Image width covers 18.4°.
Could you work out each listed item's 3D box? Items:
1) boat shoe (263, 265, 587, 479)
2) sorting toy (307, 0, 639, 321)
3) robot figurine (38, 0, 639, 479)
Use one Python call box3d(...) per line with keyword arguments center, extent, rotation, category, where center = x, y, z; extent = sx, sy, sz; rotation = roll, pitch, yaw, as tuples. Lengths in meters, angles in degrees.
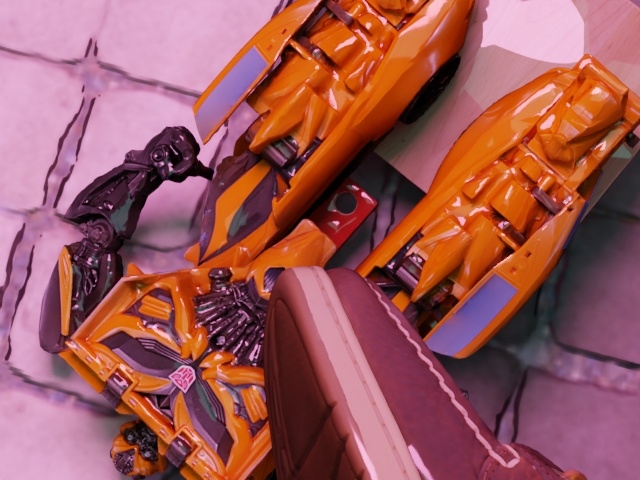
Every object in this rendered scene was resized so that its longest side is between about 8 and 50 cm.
box3d(center=(0.083, 0.149, 0.776), extent=(0.123, 0.123, 0.342), rotation=(-16, 58, -22), category="boat shoe")
box3d(center=(0.089, -0.066, 0.965), extent=(0.132, 0.046, 0.274), rotation=(39, 93, 9), category="sorting toy")
box3d(center=(0.000, 0.000, 0.908), extent=(0.211, 0.085, 0.291), rotation=(42, 94, 9), category="robot figurine")
